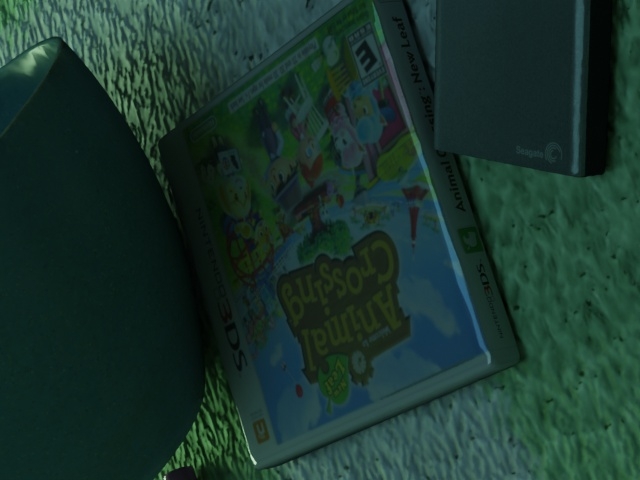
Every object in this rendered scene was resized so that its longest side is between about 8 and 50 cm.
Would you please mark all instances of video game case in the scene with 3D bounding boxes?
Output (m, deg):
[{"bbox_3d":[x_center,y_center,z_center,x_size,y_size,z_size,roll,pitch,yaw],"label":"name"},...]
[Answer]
[{"bbox_3d":[0.000,0.000,0.951,0.212,0.023,0.193,-30,74,51],"label":"video game case"}]

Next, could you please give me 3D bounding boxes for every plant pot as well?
[{"bbox_3d":[-0.178,0.060,1.026,0.195,0.290,0.290,46,145,-16],"label":"plant pot"}]

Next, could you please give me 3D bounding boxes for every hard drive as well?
[{"bbox_3d":[0.087,-0.100,0.816,0.094,0.022,0.135,15,110,50],"label":"hard drive"}]

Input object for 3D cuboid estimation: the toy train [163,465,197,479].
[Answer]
[{"bbox_3d":[-0.074,0.203,1.072,0.125,0.046,0.166,49,133,35],"label":"toy train"}]
